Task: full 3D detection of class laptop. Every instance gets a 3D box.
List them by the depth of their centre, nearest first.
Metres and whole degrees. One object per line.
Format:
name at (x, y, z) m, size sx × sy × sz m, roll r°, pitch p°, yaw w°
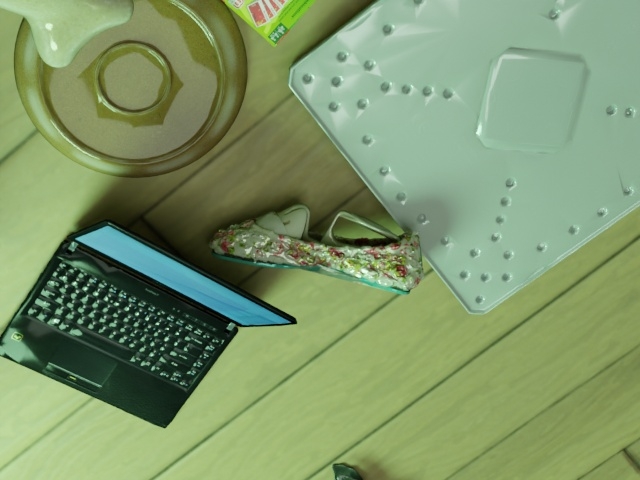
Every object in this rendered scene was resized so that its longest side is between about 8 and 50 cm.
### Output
laptop at (-0.198, 0.105, 1.043) m, size 0.234 × 0.136 × 0.264 m, roll 30°, pitch 107°, yaw -22°

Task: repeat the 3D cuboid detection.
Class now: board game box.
board game box at (-0.020, -0.291, 0.932) m, size 0.092 × 0.043 × 0.181 m, roll 38°, pitch 104°, yaw -25°
board game box at (0.224, -0.159, 1.043) m, size 0.390 × 0.050 × 0.390 m, roll -37°, pitch 118°, yaw 8°

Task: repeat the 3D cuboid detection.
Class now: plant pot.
plant pot at (-0.190, -0.168, 0.968) m, size 0.236 × 0.032 × 0.236 m, roll -5°, pitch 118°, yaw -9°

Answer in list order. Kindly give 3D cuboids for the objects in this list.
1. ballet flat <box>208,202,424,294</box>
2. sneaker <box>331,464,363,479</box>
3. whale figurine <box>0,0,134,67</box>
ballet flat at (0.000, 0.000, 1.053) m, size 0.241 × 0.091 × 0.077 m, roll 11°, pitch 102°, yaw -3°
sneaker at (0.040, 0.384, 1.280) m, size 0.089 × 0.051 × 0.170 m, roll 10°, pitch 109°, yaw -15°
whale figurine at (-0.287, -0.285, 0.841) m, size 0.216 × 0.141 × 0.272 m, roll -36°, pitch 129°, yaw 9°
